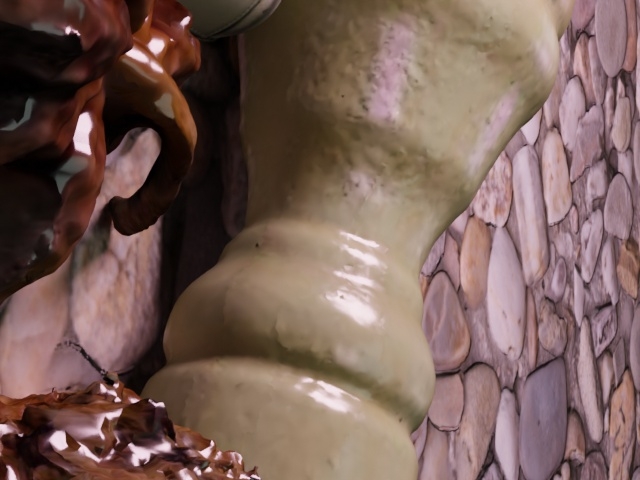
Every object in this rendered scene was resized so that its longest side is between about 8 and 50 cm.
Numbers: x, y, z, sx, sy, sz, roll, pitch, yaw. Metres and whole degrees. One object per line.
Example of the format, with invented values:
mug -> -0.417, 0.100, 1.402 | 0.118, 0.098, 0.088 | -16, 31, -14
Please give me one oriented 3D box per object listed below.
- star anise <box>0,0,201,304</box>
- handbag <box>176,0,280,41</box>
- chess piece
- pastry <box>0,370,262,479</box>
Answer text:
star anise -> -0.119, -0.088, 0.753 | 0.292, 0.109, 0.349 | -47, 158, -49
handbag -> -0.133, -0.270, 0.876 | 0.315, 0.109, 0.241 | 31, 61, -44
chess piece -> 0.011, -0.018, 0.994 | 0.234, 0.234, 0.442 | 47, 55, -53
pastry -> -0.133, 0.195, 0.702 | 0.275, 0.275, 0.193 | -49, 169, -52
